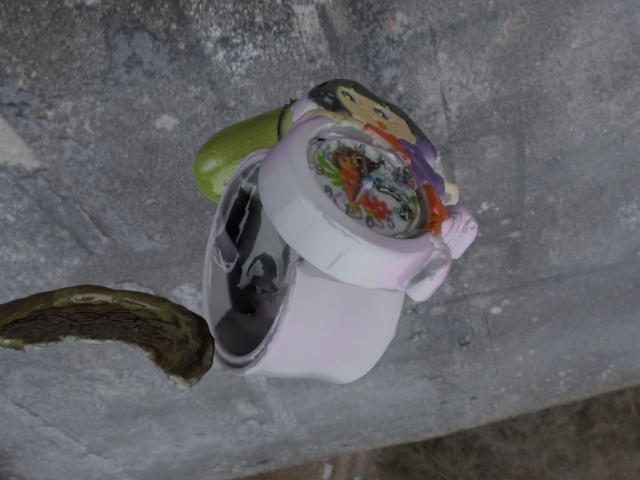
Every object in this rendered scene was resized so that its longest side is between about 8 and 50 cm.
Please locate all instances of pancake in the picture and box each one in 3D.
[{"bbox_3d":[-0.184,0.075,0.493,0.191,0.184,0.020,-3,112,-29],"label":"pancake"}]

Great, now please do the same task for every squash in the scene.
[{"bbox_3d":[-0.084,-0.095,0.750,0.187,0.123,0.123,-9,141,31],"label":"squash"}]

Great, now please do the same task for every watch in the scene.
[{"bbox_3d":[0.000,0.000,0.550,0.196,0.244,0.231,11,136,-28],"label":"watch"}]
